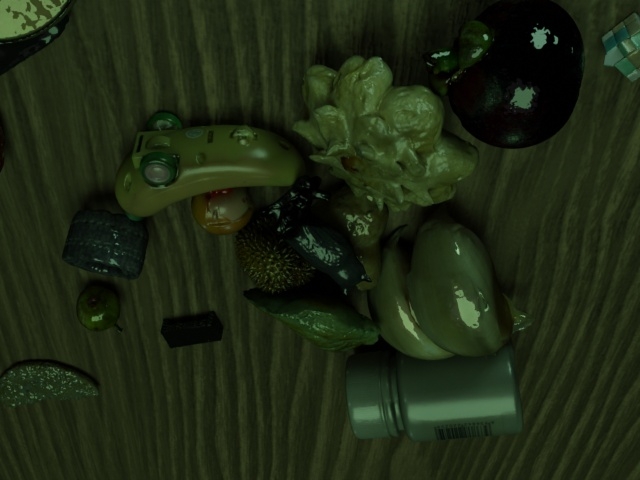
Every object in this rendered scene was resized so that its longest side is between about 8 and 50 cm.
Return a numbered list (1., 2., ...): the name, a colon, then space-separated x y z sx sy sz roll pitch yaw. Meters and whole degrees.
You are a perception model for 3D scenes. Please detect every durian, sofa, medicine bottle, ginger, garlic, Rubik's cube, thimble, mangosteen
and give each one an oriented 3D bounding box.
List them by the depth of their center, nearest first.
1. mangosteen: 0.261 -0.232 1.175 0.216 0.216 0.216 2 134 2
2. Rubik's cube: 0.462 -0.277 1.214 0.084 0.073 0.075 20 133 -13
3. ginger: 0.077 -0.009 1.451 0.123 0.115 0.193 -16 112 39
4. durian: -0.078 0.025 1.491 0.137 0.168 0.158 -54 136 0
5. thimble: -0.383 0.008 1.493 0.150 0.097 0.150 10 165 3
6. garlic: 0.228 0.103 1.534 0.249 0.286 0.313 -54 129 -9
7. medicine bottle: 0.232 0.305 1.704 0.340 0.208 0.208 -8 133 11
8. sofa: -0.269 0.187 1.737 0.118 0.039 0.060 -11 134 13

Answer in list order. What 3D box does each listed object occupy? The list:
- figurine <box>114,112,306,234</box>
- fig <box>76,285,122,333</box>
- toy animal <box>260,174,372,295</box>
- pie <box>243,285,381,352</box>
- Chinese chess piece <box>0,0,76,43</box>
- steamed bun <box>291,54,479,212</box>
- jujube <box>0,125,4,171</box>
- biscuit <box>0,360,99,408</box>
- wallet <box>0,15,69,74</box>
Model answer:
1. figurine: -0.185 -0.097 1.397 0.325 0.124 0.222 -4 134 2
2. fig: -0.448 0.164 1.691 0.093 0.093 0.166 5 135 -2
3. toy animal: 0.002 0.004 1.366 0.121 0.117 0.210 -39 91 27
4. pie: -0.024 0.142 1.559 0.257 0.105 0.274 20 175 -11
5. Chinese chess piece: -0.433 -0.383 1.088 0.250 0.103 0.249 -9 122 -15
6. steamed bun: 0.089 -0.132 1.259 0.292 0.137 0.295 23 157 15
7. jujube: -0.570 -0.164 1.385 0.077 0.077 0.129 9 127 -5
8. biscuit: -0.644 0.325 1.899 0.250 0.032 0.133 -9 132 13
9. wallet: -0.571 -0.404 1.161 0.228 0.062 0.406 -23 128 23
